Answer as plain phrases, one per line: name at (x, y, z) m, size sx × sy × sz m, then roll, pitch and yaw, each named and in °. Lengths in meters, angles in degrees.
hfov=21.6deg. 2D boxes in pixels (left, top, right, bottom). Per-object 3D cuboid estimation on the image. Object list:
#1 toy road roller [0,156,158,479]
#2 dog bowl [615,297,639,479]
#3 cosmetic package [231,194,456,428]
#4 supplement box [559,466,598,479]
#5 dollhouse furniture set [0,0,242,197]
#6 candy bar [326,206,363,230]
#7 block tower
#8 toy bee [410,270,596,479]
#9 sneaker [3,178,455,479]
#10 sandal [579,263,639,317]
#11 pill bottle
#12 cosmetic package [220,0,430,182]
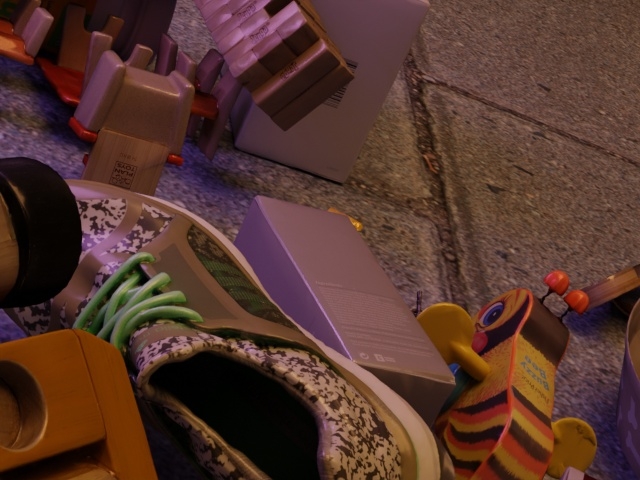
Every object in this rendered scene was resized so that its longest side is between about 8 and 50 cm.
toy road roller at (-0.257, 0.113, 0.994) m, size 0.202 × 0.240 × 0.330 m, roll -12°, pitch 81°, yaw -55°
dog bowl at (0.432, 0.172, 1.543) m, size 0.348 × 0.102 × 0.349 m, roll 11°, pitch 37°, yaw -8°
cosmetic package at (-0.001, 0.081, 1.346) m, size 0.107 × 0.127 × 0.238 m, roll 13°, pitch 29°, yaw -27°
supplement box at (0.249, 0.278, 1.190) m, size 0.239 × 0.130 × 0.073 m, roll 27°, pitch 22°, yaw 4°
dollhouse furniture set at (-0.212, -0.131, 1.609) m, size 0.262 × 0.135 × 0.259 m, roll 15°, pitch 15°, yaw -25°
candy bar at (0.000, 0.000, 1.644) m, size 0.040 × 0.018 × 0.161 m, roll 30°, pitch 23°, yaw 9°
block tower at (-0.083, -0.268, 1.682) m, size 0.091 × 0.097 × 0.335 m, roll 41°, pitch 16°, yaw -53°
toy bee at (0.146, 0.098, 1.382) m, size 0.195 × 0.162 × 0.298 m, roll 31°, pitch 28°, yaw -40°
sneaker at (-0.095, 0.069, 1.156) m, size 0.410 × 0.158 × 0.182 m, roll 33°, pitch -3°, yaw 21°
sandal at (0.349, 0.066, 1.820) m, size 0.240 × 0.088 × 0.079 m, roll -15°, pitch 80°, yaw -58°
pill bottle at (-0.280, -0.268, 1.757) m, size 0.245 × 0.136 × 0.136 m, roll 18°, pitch 25°, yaw -19°
cosmetic package at (-0.002, -0.223, 1.839) m, size 0.138 × 0.224 × 0.225 m, roll 18°, pitch 26°, yaw -19°
